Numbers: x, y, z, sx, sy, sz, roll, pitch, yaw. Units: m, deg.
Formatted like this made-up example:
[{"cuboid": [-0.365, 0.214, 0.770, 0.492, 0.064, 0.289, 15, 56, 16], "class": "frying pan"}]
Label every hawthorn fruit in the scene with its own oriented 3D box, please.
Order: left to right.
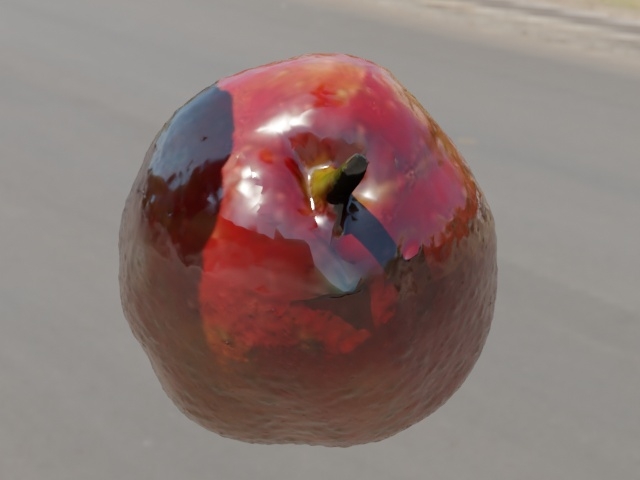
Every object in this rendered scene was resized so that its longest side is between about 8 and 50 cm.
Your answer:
[{"cuboid": [0.000, 0.000, 1.097, 0.285, 0.284, 0.369, 2, -19, -8], "class": "hawthorn fruit"}]
